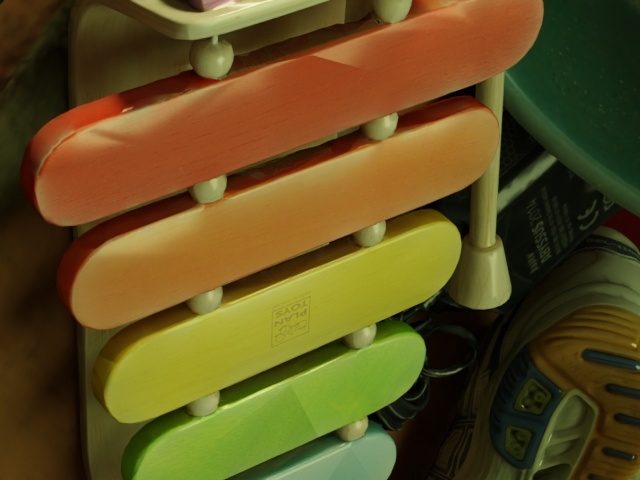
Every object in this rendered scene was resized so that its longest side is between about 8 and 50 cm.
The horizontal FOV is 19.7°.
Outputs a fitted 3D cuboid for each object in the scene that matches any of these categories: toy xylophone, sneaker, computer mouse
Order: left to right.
[{"bbox_3d":[0.000,0.000,0.709,0.236,0.081,0.322,-27,138,-22],"label":"toy xylophone"},{"bbox_3d":[0.095,-0.040,0.909,0.272,0.072,0.188,-40,150,-13],"label":"computer mouse"},{"bbox_3d":[0.118,0.121,1.045,0.131,0.112,0.296,-77,-168,-52],"label":"sneaker"}]

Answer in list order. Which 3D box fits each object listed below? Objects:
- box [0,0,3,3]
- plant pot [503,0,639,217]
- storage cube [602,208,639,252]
[{"bbox_3d":[-0.110,-0.068,0.360,0.295,0.073,0.293,-47,-176,-25],"label":"box"},{"bbox_3d":[0.259,-0.208,0.770,0.334,0.341,0.341,-52,152,-33],"label":"plant pot"},{"bbox_3d":[0.288,-0.045,1.087,0.183,0.193,0.215,-49,150,-22],"label":"storage cube"}]
